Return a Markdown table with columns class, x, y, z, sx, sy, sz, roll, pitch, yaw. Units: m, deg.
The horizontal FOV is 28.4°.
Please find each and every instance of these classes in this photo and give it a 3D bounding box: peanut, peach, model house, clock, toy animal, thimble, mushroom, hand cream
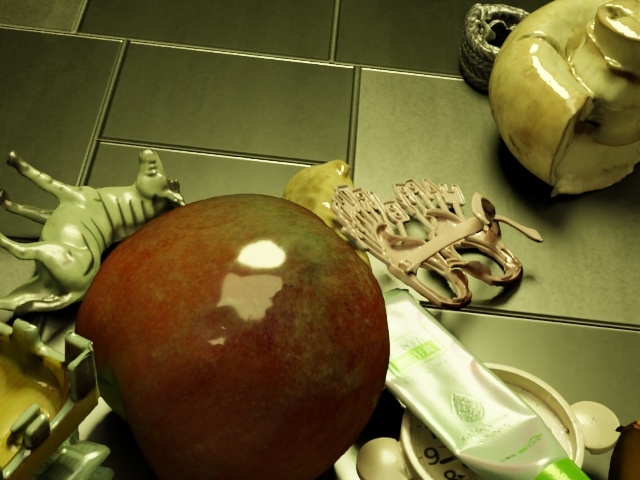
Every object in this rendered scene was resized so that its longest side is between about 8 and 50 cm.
| class | x | y | z | sx | sy | sz | roll | pitch | yaw |
| --- | --- | --- | --- | --- | --- | --- | --- | --- | --- |
| peanut | 0.000 | 0.000 | 1.200 | 0.099 | 0.099 | 0.214 | 4 | 44 | -4 |
| peach | -0.065 | 0.079 | 1.011 | 0.252 | 0.252 | 0.252 | 4 | 44 | -4 |
| model house | -0.280 | 0.165 | 0.905 | 0.198 | 0.215 | 0.224 | 22 | 46 | 19 |
| clock | 0.141 | 0.181 | 1.058 | 0.229 | 0.063 | 0.155 | -10 | 49 | -12 |
| toy animal | -0.228 | -0.005 | 1.196 | 0.176 | 0.073 | 0.217 | 19 | 47 | -9 |
| thimble | 0.211 | -0.224 | 1.481 | 0.095 | 0.066 | 0.104 | -4 | 48 | -10 |
| mushroom | 0.288 | -0.186 | 1.352 | 0.253 | 0.195 | 0.189 | -28 | 56 | -26 |
| hand cream | 0.118 | 0.131 | 1.038 | 0.079 | 0.050 | 0.275 | -1 | 34 | -44 |

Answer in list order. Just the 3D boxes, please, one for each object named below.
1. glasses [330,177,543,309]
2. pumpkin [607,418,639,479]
| class | x | y | z | sx | sy | sz | roll | pitch | yaw |
| --- | --- | --- | --- | --- | --- | --- | --- | --- | --- |
| glasses | 0.110 | -0.024 | 1.199 | 0.162 | 0.095 | 0.255 | 36 | 24 | 23 |
| pumpkin | 0.341 | 0.253 | 0.875 | 0.225 | 0.256 | 0.303 | -4 | 71 | -18 |
